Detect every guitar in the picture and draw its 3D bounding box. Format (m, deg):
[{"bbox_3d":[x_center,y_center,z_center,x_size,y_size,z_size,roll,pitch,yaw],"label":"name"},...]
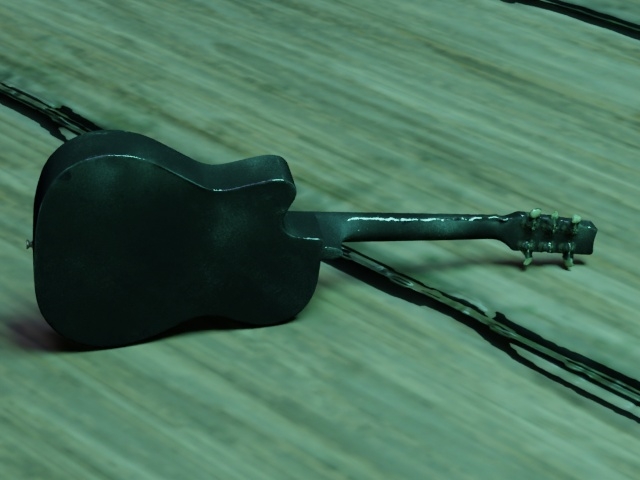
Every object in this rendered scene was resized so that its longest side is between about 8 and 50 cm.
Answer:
[{"bbox_3d":[0.000,0.000,0.689,0.233,0.088,0.025,0,32,-12],"label":"guitar"}]
